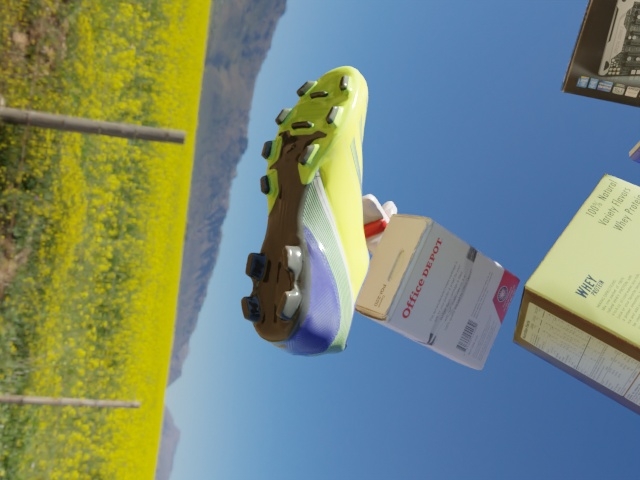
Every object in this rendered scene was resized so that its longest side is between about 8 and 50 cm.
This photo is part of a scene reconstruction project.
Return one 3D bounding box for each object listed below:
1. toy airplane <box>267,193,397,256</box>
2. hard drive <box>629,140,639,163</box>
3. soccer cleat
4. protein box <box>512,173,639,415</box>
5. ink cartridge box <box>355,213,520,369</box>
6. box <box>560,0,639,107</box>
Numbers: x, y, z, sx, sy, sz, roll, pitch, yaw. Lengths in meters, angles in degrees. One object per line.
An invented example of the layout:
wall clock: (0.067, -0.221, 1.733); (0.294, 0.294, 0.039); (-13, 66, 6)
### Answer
toy airplane: (0.000, 0.000, 1.461); (0.384, 0.272, 0.386); (-55, -165, -5)
hard drive: (0.957, -0.281, 1.471); (0.318, 0.210, 0.040); (115, -2, -48)
soccer cleat: (0.004, -0.030, 0.581); (0.094, 0.121, 0.288); (-7, -115, 41)
protein box: (0.366, 0.067, 0.690); (0.200, 0.201, 0.136); (-47, 150, -22)
ink cartridge box: (0.172, 0.077, 0.890); (0.092, 0.218, 0.158); (15, -103, 56)
box: (0.526, -0.294, 0.828); (0.076, 0.308, 0.242); (-41, 145, -66)
